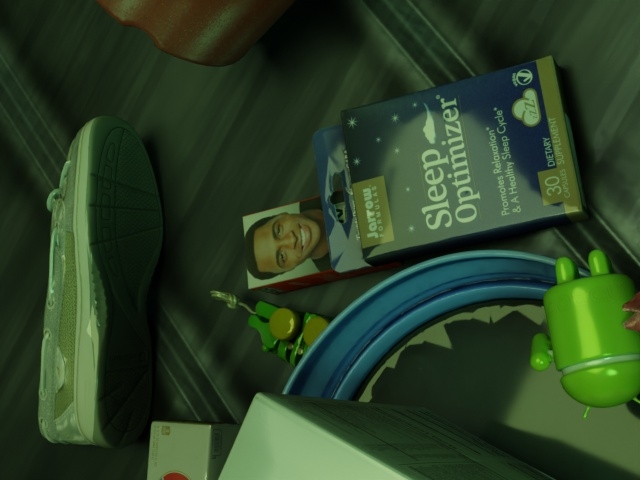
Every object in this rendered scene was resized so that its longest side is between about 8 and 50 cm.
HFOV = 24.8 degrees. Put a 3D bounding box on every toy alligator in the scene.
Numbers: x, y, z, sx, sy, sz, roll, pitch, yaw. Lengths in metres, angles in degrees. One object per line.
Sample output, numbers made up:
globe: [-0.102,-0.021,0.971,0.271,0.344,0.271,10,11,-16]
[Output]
toy alligator: [-0.028,0.086,1.297,0.189,0.056,0.051,12,88,34]

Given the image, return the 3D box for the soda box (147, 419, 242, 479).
soda box: [-0.114,0.273,1.321,0.073,0.069,0.216,-1,81,34]

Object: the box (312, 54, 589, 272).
box: [0.100,-0.060,1.217,0.225,0.036,0.136,-14,75,19]

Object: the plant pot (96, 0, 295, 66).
plant pot: [-0.079,-0.316,1.291,0.265,0.272,0.272,-48,59,27]

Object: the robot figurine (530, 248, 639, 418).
robot figurine: [0.198,0.067,1.038,0.101,0.067,0.115,-13,76,14]

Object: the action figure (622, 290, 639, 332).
action figure: [0.383,0.027,0.948,0.370,0.248,0.276,-16,100,19]

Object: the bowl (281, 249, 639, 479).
bowl: [0.138,0.206,1.132,0.391,0.077,0.391,-5,80,28]

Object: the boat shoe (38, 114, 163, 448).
boat shoe: [-0.225,0.039,1.409,0.103,0.118,0.321,-2,88,30]

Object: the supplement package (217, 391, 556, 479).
supplement package: [0.057,0.237,0.976,0.198,0.262,0.199,26,95,28]

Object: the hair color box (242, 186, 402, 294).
hair color box: [0.000,0.000,1.302,0.141,0.043,0.072,-15,74,32]
